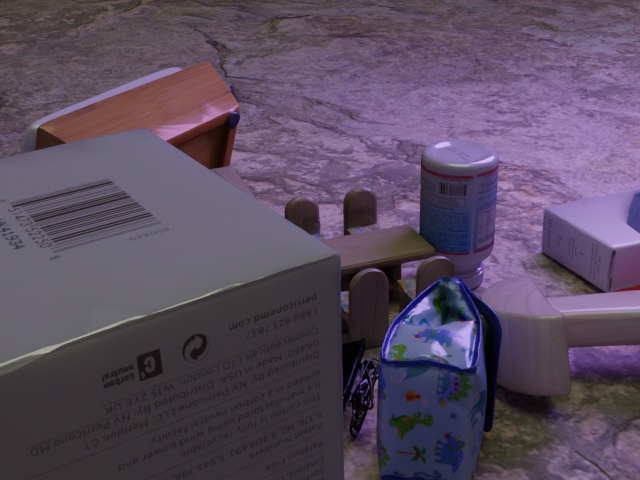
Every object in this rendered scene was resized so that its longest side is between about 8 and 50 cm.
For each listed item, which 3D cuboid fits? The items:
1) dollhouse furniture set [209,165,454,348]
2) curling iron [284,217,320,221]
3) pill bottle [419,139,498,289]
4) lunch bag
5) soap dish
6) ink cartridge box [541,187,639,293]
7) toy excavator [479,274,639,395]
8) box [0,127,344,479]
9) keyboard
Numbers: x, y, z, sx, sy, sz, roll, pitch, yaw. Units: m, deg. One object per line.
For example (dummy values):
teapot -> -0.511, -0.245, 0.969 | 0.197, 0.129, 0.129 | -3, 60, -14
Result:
dollhouse furniture set -> 0.000, 0.000, 1.016 | 0.242, 0.161, 0.212 | -10, 27, -17
curling iron -> -0.104, 0.000, 1.095 | 0.274, 0.068, 0.035 | -14, 39, -42
pill bottle -> 0.156, -0.027, 1.064 | 0.087, 0.160, 0.087 | -1, 26, 0
lunch bag -> 0.103, 0.119, 0.803 | 0.096, 0.129, 0.151 | 5, 25, 11
soap dish -> -0.222, -0.071, 1.125 | 0.118, 0.229, 0.291 | 29, 36, 20
ink cartridge box -> 0.454, 0.009, 1.083 | 0.296, 0.066, 0.261 | -11, 27, -19
toy excavator -> 0.423, 0.089, 0.812 | 0.432, 0.222, 0.445 | -14, 15, -23
box -> -0.110, 0.142, 0.519 | 0.168, 0.345, 0.215 | -18, 30, -29
keyboard -> 0.008, 0.158, 0.855 | 0.100, 0.038, 0.192 | -18, 21, 22
